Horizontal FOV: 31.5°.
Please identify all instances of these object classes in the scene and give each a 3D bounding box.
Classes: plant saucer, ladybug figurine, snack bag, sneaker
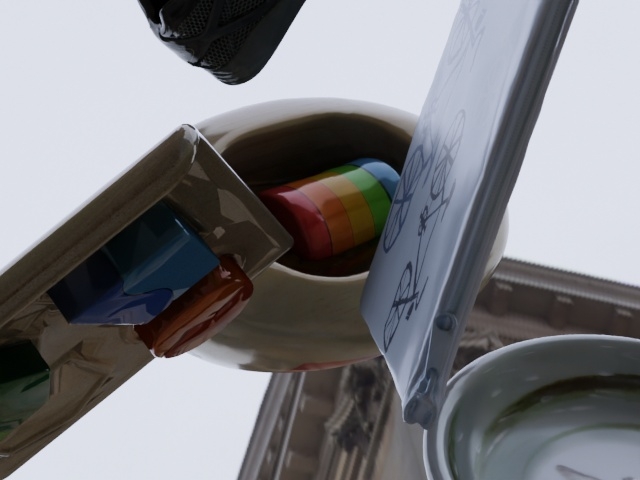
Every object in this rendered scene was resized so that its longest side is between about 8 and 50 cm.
[{"bbox_3d":[0.291,0.238,1.051,0.400,0.400,0.101,1,-60,-4],"label":"plant saucer"},{"bbox_3d":[0.000,0.000,1.132,0.449,0.305,0.162,-17,-33,-37],"label":"ladybug figurine"},{"bbox_3d":[0.102,-0.067,0.776,0.037,0.342,0.323,18,-83,-5],"label":"snack bag"},{"bbox_3d":[-0.050,-0.227,0.780,0.130,0.087,0.227,22,-73,-47],"label":"sneaker"}]

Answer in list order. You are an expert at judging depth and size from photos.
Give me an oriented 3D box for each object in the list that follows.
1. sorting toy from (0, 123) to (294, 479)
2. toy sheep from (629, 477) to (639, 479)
[{"bbox_3d":[-0.147,0.079,0.534,0.307,0.229,0.041,-39,-103,0],"label":"sorting toy"},{"bbox_3d":[0.229,0.212,0.793,0.091,0.091,0.132,-13,-30,1],"label":"toy sheep"}]
